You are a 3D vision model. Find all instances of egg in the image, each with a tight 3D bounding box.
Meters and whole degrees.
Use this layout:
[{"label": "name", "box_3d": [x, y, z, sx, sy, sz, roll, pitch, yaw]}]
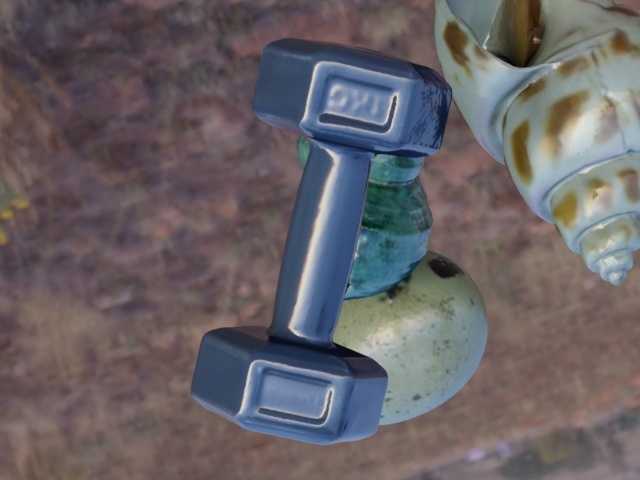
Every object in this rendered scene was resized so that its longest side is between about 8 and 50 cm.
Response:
[{"label": "egg", "box_3d": [0.085, 0.114, 1.715, 0.177, 0.177, 0.228, -2, 134, -52]}]

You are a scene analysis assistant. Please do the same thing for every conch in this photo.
[{"label": "conch", "box_3d": [0.051, -0.054, 1.575, 0.134, 0.202, 0.196, -9, -162, -15]}, {"label": "conch", "box_3d": [0.237, -0.139, 1.518, 0.249, 0.368, 0.197, 4, 130, -20]}]

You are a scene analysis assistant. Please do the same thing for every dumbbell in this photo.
[{"label": "dumbbell", "box_3d": [0.000, 0.000, 1.241, 0.143, 0.316, 0.156, 14, -176, 25]}]
